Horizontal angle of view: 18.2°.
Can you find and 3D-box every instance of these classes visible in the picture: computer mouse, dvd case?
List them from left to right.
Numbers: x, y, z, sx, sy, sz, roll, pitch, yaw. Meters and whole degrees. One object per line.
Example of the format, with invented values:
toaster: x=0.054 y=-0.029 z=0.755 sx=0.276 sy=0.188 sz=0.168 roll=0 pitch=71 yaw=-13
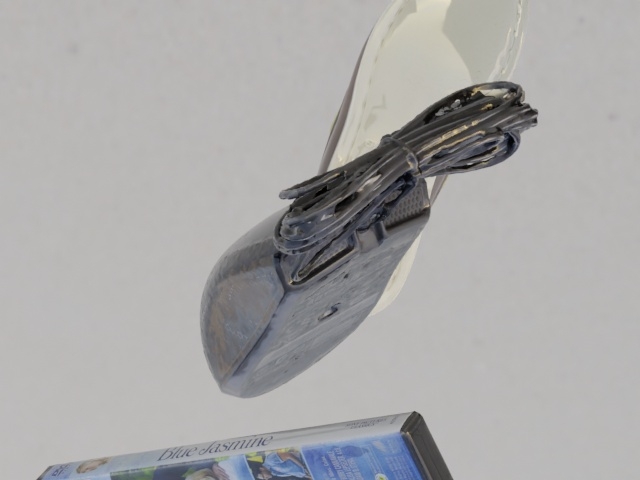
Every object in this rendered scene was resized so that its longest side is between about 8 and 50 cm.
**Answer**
dvd case: x=-0.018 y=0.182 z=1.046 sx=0.253 sy=0.022 sz=0.180 roll=-12 pitch=113 yaw=36
computer mouse: x=0.000 y=0.000 z=1.163 sx=0.188 sy=0.072 sz=0.272 roll=-28 pitch=164 yaw=-34

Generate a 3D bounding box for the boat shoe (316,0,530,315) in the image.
boat shoe: x=0.066 y=-0.093 z=1.577 sx=0.116 sy=0.324 sz=0.097 roll=23 pitch=177 yaw=-9
